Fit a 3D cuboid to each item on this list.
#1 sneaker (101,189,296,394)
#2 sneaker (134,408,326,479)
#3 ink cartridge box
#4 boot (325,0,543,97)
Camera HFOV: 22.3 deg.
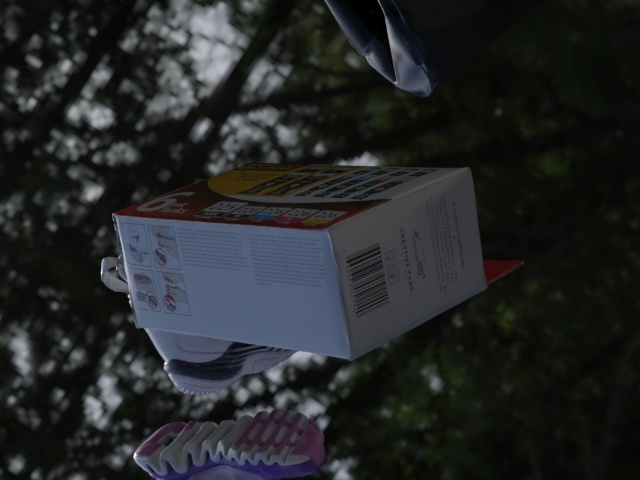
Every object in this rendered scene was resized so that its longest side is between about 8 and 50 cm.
[{"bbox_3d":[-0.076,0.029,1.875,0.210,0.365,0.137,50,-154,-25],"label":"sneaker"},{"bbox_3d":[-0.089,0.253,1.788,0.095,0.236,0.105,-42,-62,-53],"label":"sneaker"},{"bbox_3d":[0.000,0.000,1.614,0.309,0.130,0.271,4,-160,44],"label":"ink cartridge box"},{"bbox_3d":[0.224,-0.237,1.169,0.367,0.445,0.146,51,154,13],"label":"boot"}]
